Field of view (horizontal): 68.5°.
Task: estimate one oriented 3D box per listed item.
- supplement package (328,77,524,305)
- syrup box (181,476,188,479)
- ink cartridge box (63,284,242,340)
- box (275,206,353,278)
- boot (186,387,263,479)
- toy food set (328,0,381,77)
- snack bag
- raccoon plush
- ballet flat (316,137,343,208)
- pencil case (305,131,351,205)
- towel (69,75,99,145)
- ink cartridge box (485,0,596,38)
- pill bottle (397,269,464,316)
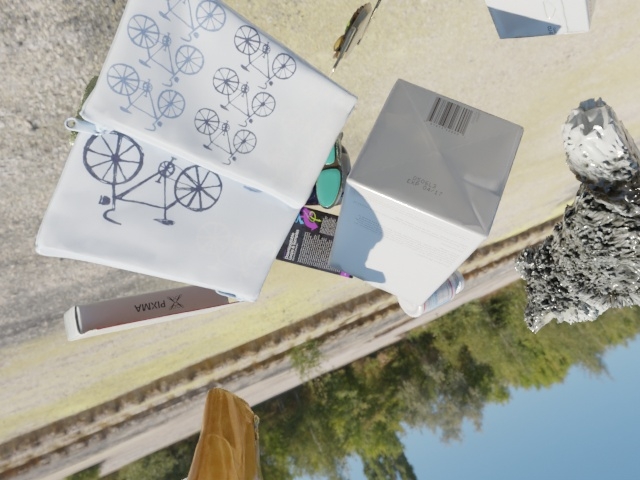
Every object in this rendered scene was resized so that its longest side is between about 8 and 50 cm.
[{"bbox_3d":[0.133,-0.050,0.693,0.293,0.177,0.175,101,14,-67],"label":"supplement package"},{"bbox_3d":[-0.229,0.495,0.859,0.237,0.093,0.096,-25,-175,-3],"label":"syrup box"},{"bbox_3d":[-0.293,0.118,0.851,0.275,0.060,0.239,-7,170,-38],"label":"ink cartridge box"},{"bbox_3d":[0.000,0.000,0.932,0.162,0.116,0.029,15,-179,-10],"label":"box"},{"bbox_3d":[-0.135,0.277,0.568,0.104,0.211,0.295,-12,141,3],"label":"boot"},{"bbox_3d":[0.058,-0.419,0.946,0.132,0.038,0.192,-56,-176,49],"label":"toy food set"},{"bbox_3d":[-0.134,-0.091,0.578,0.323,0.037,0.342,21,100,-43],"label":"snack bag"},{"bbox_3d":[0.397,-0.023,0.769,0.299,0.446,0.216,-24,-149,43],"label":"raccoon plush"},{"bbox_3d":[0.026,-0.163,1.086,0.070,0.188,0.070,2,177,0],"label":"ballet flat"},{"bbox_3d":[-0.132,-0.173,1.123,0.410,0.183,0.160,-2,179,-24],"label":"pencil case"},{"bbox_3d":[-0.370,-0.219,0.825,0.110,0.148,0.027,11,157,-11],"label":"towel"},{"bbox_3d":[0.314,-0.393,0.647,0.127,0.176,0.128,10,171,36],"label":"ink cartridge box"},{"bbox_3d":[0.275,0.122,1.160,0.160,0.087,0.087,-19,162,-28],"label":"pill bottle"}]
